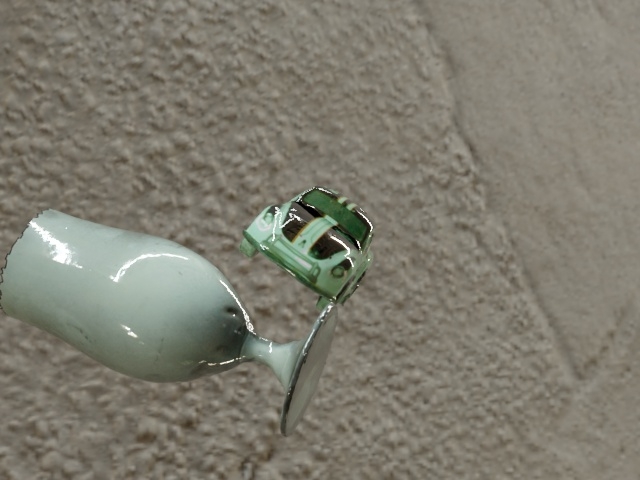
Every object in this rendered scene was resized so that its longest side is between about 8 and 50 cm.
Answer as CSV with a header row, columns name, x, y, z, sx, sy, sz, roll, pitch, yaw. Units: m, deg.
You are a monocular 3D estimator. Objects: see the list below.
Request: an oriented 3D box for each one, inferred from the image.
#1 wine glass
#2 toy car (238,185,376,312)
name,x,y,z,sx,sy,sz,roll,pitch,yaw
wine glass,-0.097,0.047,0.680,0.093,0.202,0.093,19,90,-78
toy car,0.000,0.000,1.332,0.136,0.125,0.306,37,3,6
